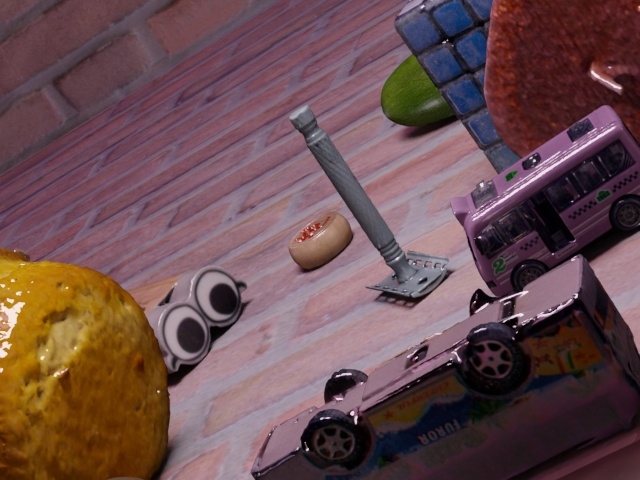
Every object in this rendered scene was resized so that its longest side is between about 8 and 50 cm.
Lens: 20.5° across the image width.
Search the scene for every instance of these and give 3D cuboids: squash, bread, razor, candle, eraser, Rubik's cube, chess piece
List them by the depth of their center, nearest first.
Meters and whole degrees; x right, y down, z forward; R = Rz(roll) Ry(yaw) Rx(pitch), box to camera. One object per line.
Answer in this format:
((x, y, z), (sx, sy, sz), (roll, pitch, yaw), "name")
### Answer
((0.284, -0.198, 1.747), (0.317, 0.287, 0.131), (-16, 30, 43), "candle")
((-0.298, 0.183, 1.852), (0.204, 0.337, 0.358), (-2, 32, 21), "bread")
((0.041, -0.045, 1.887), (0.068, 0.232, 0.106), (-38, 17, -16), "razor")
((0.262, -0.248, 1.997), (0.237, 0.237, 0.238), (-25, 20, 31), "Rubik's cube")
((0.000, 0.000, 2.197), (0.083, 0.038, 0.084), (-35, 17, 12), "chess piece")
((-0.237, 0.120, 2.271), (0.290, 0.087, 0.171), (-18, 27, 49), "eraser")
((0.234, -0.251, 2.298), (0.395, 0.107, 0.107), (-26, 19, 26), "squash")

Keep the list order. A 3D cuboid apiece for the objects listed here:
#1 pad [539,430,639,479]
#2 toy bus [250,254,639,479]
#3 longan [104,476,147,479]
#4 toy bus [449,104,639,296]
((0.248, 0.173, 1.265), (0.266, 0.002, 0.176), (-30, 17, 21), "pad")
((0.104, 0.141, 1.426), (0.317, 0.138, 0.112), (-31, 12, 22), "toy bus")
((-0.187, 0.280, 1.712), (0.113, 0.092, 0.113), (1, 38, -1), "longan")
((0.227, -0.037, 1.705), (0.199, 0.108, 0.096), (-33, 16, 10), "toy bus")
